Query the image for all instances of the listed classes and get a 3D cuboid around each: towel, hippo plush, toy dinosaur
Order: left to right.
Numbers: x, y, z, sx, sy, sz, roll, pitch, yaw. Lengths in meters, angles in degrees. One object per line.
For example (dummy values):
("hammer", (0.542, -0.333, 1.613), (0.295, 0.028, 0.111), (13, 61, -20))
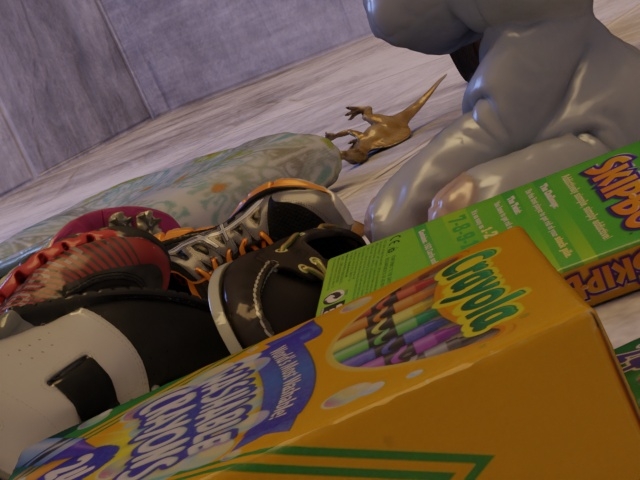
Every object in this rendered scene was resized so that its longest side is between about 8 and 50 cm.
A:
("towel", (-0.200, -0.009, 1.863), (0.320, 0.090, 0.374), (-32, 12, -35))
("toy dinosaur", (0.068, -0.123, 1.990), (0.093, 0.053, 0.183), (7, 37, 43))
("hippo plush", (0.120, -0.118, 1.177), (0.294, 0.236, 0.234), (-15, 13, 48))

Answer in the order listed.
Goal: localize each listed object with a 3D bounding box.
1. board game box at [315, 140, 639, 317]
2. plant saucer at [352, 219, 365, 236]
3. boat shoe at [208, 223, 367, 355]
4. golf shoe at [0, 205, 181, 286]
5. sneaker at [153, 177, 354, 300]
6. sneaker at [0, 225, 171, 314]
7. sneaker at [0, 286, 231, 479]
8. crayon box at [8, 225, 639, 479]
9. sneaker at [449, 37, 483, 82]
("board game box", (0.117, 0.008, 1.027), (0.259, 0.039, 0.124), (-24, 24, 20))
("plant saucer", (0.000, 0.000, 1.518), (0.083, 0.015, 0.083), (-24, 9, 4))
("boat shoe", (-0.015, 0.033, 1.155), (0.069, 0.081, 0.228), (-27, 6, 13))
("golf shoe", (-0.238, 0.061, 1.498), (0.140, 0.115, 0.306), (-20, 8, 46))
("sneaker", (-0.068, 0.020, 1.417), (0.215, 0.084, 0.083), (-24, 22, 28))
("sneaker", (-0.206, 0.088, 1.232), (0.276, 0.097, 0.135), (-32, 33, -20))
("sneaker", (-0.176, 0.116, 1.072), (0.331, 0.146, 0.122), (-4, -32, -37))
("crayon box", (0.016, 0.087, 0.766), (0.323, 0.083, 0.203), (-24, 9, 2))
("sneaker", (0.221, -0.249, 2.073), (0.123, 0.106, 0.290), (-27, 8, -1))
